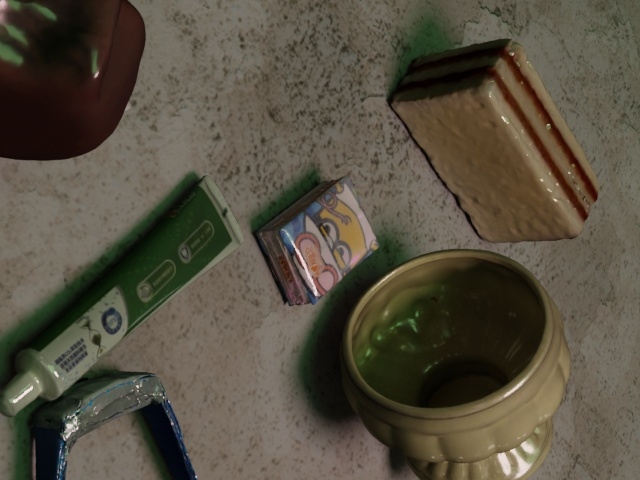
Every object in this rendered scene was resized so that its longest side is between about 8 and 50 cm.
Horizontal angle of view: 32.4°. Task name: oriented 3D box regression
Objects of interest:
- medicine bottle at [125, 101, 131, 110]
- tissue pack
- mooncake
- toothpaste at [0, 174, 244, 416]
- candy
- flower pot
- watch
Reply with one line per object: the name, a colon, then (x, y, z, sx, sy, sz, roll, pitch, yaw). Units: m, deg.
medicine bottle: (-0.276, -0.212, 1.176, 0.086, 0.086, 0.183, -36, 110, -43)
tissue pack: (0.000, 0.000, 1.448, 0.155, 0.065, 0.115, -40, 112, -42)
mooncake: (-0.327, -0.205, 0.969, 0.326, 0.334, 0.174, 12, 70, 0)
toothpaste: (-0.216, 0.062, 1.223, 0.392, 0.061, 0.098, -46, 117, -43)
candy: (0.271, -0.146, 1.666, 0.320, 0.179, 0.135, 51, 53, -28)
flower pot: (0.183, 0.190, 1.466, 0.307, 0.307, 0.244, -56, 143, -34)
watch: (-0.240, 0.296, 1.169, 0.276, 0.068, 0.274, -32, 112, -44)
